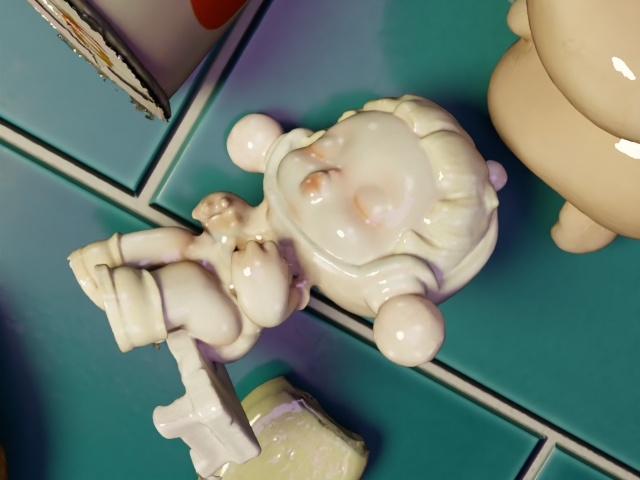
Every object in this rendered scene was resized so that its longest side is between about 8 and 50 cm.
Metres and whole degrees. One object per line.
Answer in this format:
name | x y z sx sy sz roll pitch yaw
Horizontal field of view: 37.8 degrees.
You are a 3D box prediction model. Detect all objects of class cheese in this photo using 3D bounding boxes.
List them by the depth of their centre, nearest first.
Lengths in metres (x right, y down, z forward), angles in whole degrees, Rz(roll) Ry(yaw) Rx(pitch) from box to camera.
cheese | -0.058 0.182 0.618 0.097 0.037 0.192 43 90 -13

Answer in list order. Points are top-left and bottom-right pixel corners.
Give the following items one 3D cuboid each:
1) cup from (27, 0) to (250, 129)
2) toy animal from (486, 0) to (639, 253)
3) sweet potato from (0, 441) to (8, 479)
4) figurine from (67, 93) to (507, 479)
cup | -0.052 -0.228 0.480 0.203 0.203 0.288 44 85 -14
toy animal | 0.203 -0.110 0.514 0.210 0.221 0.229 -33 103 1
sweet potato | -0.236 0.149 0.555 0.097 0.097 0.292 -8 102 -8
figurine | 0.005 0.010 0.540 0.257 0.182 0.144 -28 119 -6
